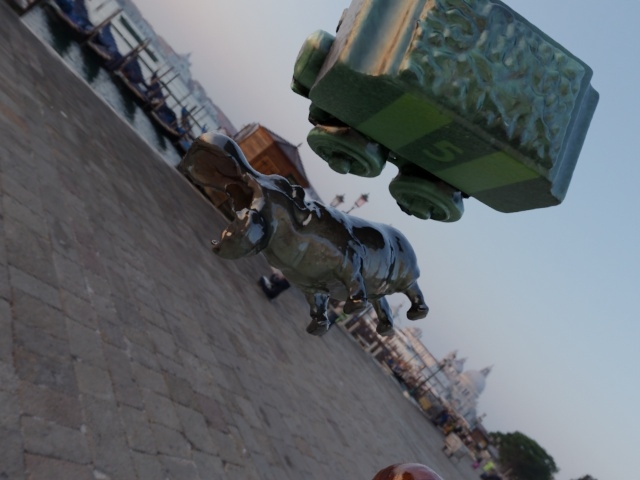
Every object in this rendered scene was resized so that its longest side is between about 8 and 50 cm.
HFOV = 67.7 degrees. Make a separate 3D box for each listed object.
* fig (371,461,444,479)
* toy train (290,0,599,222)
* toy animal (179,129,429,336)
[{"bbox_3d":[0.113,0.346,0.576,0.150,0.128,0.128,56,-3,-25],"label":"fig"},{"bbox_3d":[0.117,-0.130,0.498,0.299,0.167,0.238,25,-10,-15],"label":"toy train"},{"bbox_3d":[-0.002,0.012,0.546,0.343,0.106,0.169,28,42,-37],"label":"toy animal"}]
